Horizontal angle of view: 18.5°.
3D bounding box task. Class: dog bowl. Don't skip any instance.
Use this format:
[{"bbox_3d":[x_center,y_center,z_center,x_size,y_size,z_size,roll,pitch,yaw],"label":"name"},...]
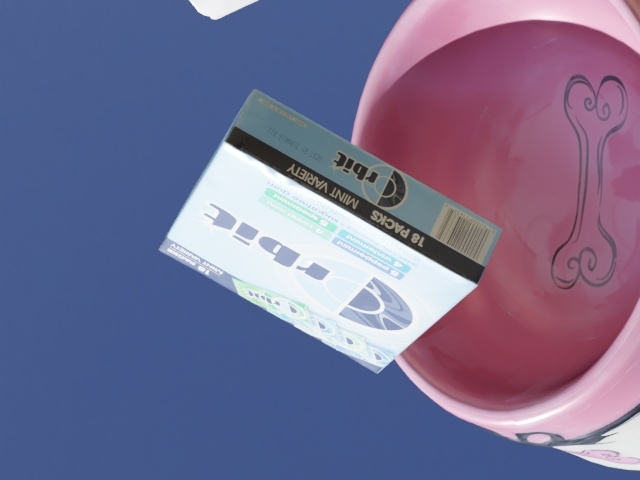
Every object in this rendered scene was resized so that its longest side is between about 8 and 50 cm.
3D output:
[{"bbox_3d":[0.178,-0.038,1.391,0.150,0.408,0.408,3,-143,-37],"label":"dog bowl"}]

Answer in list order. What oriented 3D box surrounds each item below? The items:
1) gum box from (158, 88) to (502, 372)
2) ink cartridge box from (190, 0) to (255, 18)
[{"bbox_3d":[0.000,0.000,1.129,0.157,0.184,0.041,29,-115,-4],"label":"gum box"},{"bbox_3d":[-0.084,-0.312,1.242,0.117,0.207,0.283,-24,-131,13],"label":"ink cartridge box"}]
